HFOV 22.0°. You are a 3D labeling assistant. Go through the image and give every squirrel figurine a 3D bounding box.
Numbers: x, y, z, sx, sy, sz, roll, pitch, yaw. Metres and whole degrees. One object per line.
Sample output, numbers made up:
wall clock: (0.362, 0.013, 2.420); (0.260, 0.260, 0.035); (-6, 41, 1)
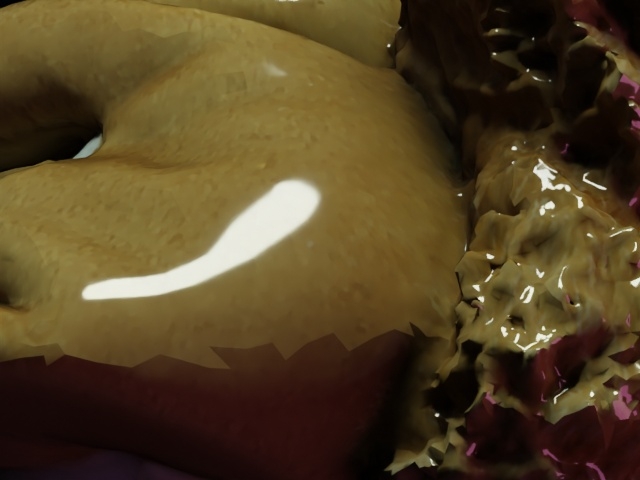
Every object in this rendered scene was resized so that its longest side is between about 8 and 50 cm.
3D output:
squirrel figurine: (0.014, -0.055, 0.674); (0.281, 0.396, 0.371); (54, 38, -49)
